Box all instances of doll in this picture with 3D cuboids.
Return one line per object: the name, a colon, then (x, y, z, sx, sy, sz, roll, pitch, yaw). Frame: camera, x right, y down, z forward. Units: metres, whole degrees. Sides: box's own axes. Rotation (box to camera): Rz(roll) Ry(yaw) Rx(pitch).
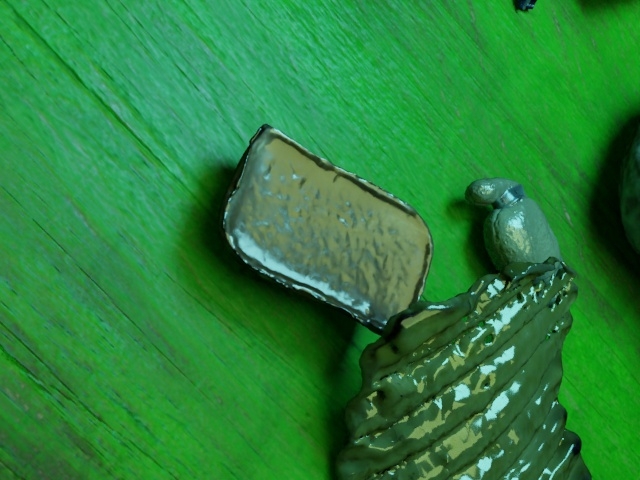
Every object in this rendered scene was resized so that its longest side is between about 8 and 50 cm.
doll: (0.256, 0.002, 1.437, 0.103, 0.071, 0.214, -48, 113, -30)

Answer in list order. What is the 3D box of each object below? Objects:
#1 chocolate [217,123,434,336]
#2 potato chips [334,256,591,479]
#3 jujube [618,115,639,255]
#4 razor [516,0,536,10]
chocolate: (-0.001, 0.000, 1.254, 0.261, 0.083, 0.161, 31, 68, -20)
potato chips: (0.191, 0.208, 1.325, 0.389, 0.097, 0.373, -11, 103, -38)
jujube: (0.528, -0.106, 1.563, 0.246, 0.215, 0.308, 54, 51, -26)
razor: (0.399, -0.385, 1.638, 0.324, 0.093, 0.056, -11, 51, -39)
